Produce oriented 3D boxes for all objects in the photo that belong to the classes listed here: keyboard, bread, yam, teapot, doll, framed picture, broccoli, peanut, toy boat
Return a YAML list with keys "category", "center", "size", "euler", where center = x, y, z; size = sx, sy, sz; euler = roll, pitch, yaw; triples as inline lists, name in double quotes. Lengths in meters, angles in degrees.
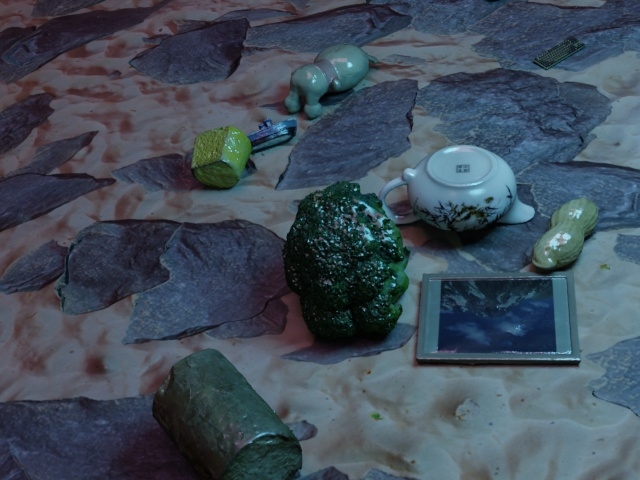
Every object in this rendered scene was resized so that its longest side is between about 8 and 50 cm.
- category: "keyboard"
  center: [0.570, -0.448, 2.124]
  size: [0.129, 0.015, 0.049]
  euler: [-31, 46, -17]
- category: "bread"
  center: [-0.220, -0.183, 1.986]
  size: [0.129, 0.111, 0.114]
  euler: [-17, 43, 31]
- category: "yam"
  center: [-0.160, 0.301, 1.444]
  size: [0.161, 0.161, 0.268]
  euler: [-33, 48, -19]
- category: "teapot"
  center: [0.260, -0.094, 1.758]
  size: [0.299, 0.166, 0.208]
  euler: [-6, 51, 18]
- category: "doll"
  center: [0.027, -0.406, 2.148]
  size: [0.155, 0.113, 0.275]
  euler: [28, 58, 39]
- category: "framed picture"
  center: [0.314, 0.136, 1.588]
  size: [0.281, 0.019, 0.209]
  euler: [-3, 45, 11]
- category: "broccoli"
  center: [0.055, 0.031, 1.632]
  size: [0.265, 0.245, 0.295]
  euler: [-22, 58, 41]
- category: "peanut"
  center: [0.456, -0.009, 1.661]
  size: [0.082, 0.082, 0.187]
  euler: [18, 53, 29]
- category: "toy boat"
  center: [-0.117, -0.251, 2.064]
  size: [0.137, 0.060, 0.061]
  euler: [-20, 65, -2]
